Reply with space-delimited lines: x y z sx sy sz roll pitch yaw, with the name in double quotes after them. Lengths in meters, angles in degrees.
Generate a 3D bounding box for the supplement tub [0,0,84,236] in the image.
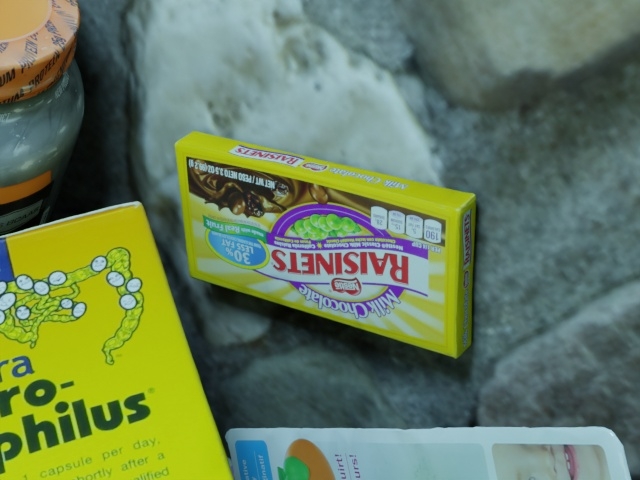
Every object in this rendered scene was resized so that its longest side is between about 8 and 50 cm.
-0.276 -0.047 0.817 0.193 0.193 0.316 38 131 12 "supplement tub"

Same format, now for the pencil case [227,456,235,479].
-0.074 0.211 0.887 0.206 0.088 0.086 36 162 16 "pencil case"

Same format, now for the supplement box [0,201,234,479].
-0.144 0.185 0.712 0.194 0.195 0.356 89 162 -51 "supplement box"

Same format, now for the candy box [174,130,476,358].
0.000 0.000 0.760 0.206 0.027 0.105 15 125 29 "candy box"

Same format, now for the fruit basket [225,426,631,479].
0.063 0.266 0.685 0.353 0.165 0.327 -11 91 47 "fruit basket"
